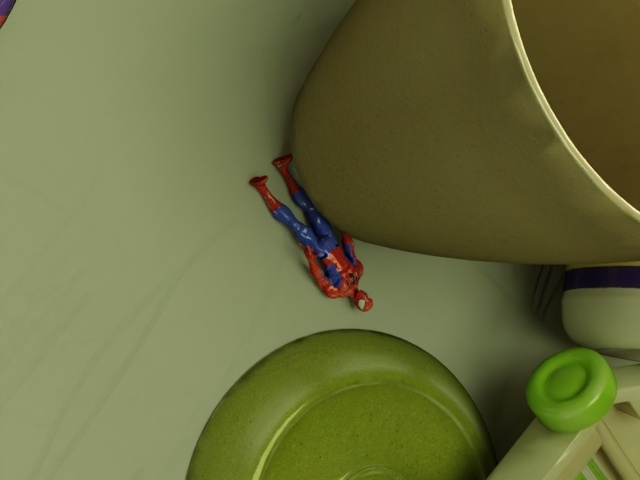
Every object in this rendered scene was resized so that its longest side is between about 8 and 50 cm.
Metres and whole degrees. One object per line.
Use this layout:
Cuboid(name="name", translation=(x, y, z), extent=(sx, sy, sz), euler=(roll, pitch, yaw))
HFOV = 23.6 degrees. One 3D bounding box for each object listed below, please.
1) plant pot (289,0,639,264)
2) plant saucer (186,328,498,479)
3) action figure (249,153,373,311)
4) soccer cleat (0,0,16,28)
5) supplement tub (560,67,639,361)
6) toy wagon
Cuboid(name="plant pot", translation=(0.109, -0.087, 0.897), extent=(0.256, 0.274, 0.256), euler=(12, 70, -34))
Cuboid(name="plant saucer", translation=(0.027, 0.177, 0.990), extent=(0.241, 0.037, 0.241), euler=(2, 87, -29))
Cuboid(name="action figure", translation=(0.000, 0.000, 0.988), extent=(0.038, 0.030, 0.115), euler=(-44, 110, -28))
Cuboid(name="soccer cleat", translation=(-0.281, -0.089, 0.783), extent=(0.318, 0.116, 0.108), euler=(-32, 103, -26))
Cuboid(name="supplement tub", translation=(0.296, -0.079, 1.032), extent=(0.241, 0.241, 0.331), euler=(10, 83, -28))
Cuboid(name="toy wagon", translation=(0.152, 0.243, 1.006), extent=(0.344, 0.068, 0.267), euler=(-48, 126, -16))
